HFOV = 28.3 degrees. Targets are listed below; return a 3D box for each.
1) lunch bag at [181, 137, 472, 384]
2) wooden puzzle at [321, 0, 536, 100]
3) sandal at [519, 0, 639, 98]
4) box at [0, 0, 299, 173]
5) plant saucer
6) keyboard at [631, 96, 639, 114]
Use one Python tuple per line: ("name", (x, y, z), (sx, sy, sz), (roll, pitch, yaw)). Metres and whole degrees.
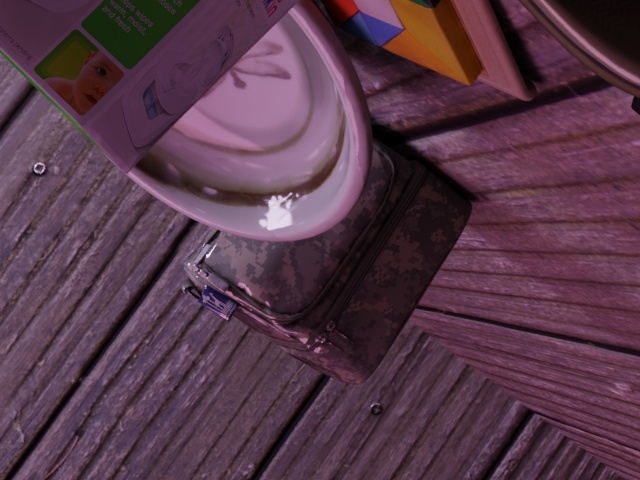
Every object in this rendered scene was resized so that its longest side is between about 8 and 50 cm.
("lunch bag", (0.000, 0.000, 1.606), (0.256, 0.305, 0.212), (36, 173, -16))
("wooden puzzle", (0.053, -0.205, 1.039), (0.221, 0.044, 0.238), (30, 172, 36))
("sandal", (0.136, -0.169, 0.624), (0.303, 0.120, 0.086), (35, 159, 1))
("box", (-0.174, -0.230, 1.005), (0.262, 0.231, 0.127), (44, 176, 14))
("plant saucer", (-0.108, -0.178, 1.253), (0.400, 0.100, 0.400), (23, 143, 19))
("keyboard", (0.257, -0.091, 0.870), (0.100, 0.038, 0.192), (36, 172, -2))
